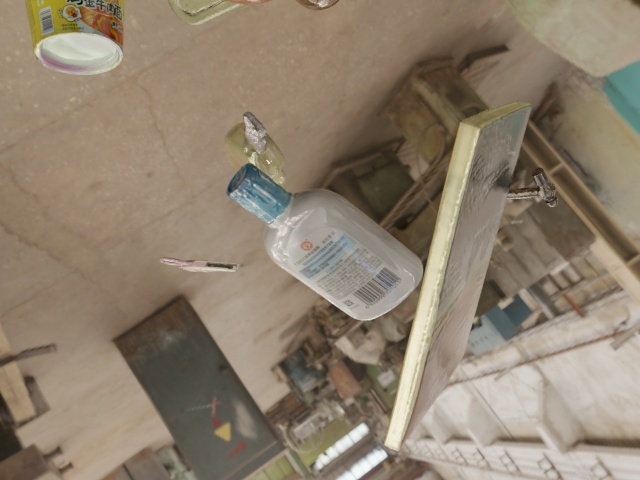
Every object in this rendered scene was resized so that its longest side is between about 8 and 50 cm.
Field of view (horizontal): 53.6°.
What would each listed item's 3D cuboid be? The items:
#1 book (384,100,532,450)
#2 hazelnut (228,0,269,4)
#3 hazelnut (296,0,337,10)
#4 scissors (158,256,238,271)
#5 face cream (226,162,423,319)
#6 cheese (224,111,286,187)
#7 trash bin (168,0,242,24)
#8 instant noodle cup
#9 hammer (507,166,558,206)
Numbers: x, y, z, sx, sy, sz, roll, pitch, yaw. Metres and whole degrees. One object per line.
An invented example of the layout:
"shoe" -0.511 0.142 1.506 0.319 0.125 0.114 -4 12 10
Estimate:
"book" 0.167 0.030 0.748 0.262 0.028 0.373 -30 134 -58
"hazelnut" -0.111 -0.451 0.920 0.176 0.214 0.214 -8 -172 39
"hazelnut" -0.010 -0.789 1.841 0.230 0.229 0.229 -34 167 -9
"scissors" -0.211 0.045 1.136 0.176 0.022 0.085 1 163 39
"face cream" 0.000 0.000 1.001 0.163 0.337 0.080 -41 -153 27
"cheese" -0.134 -0.186 1.310 0.082 0.163 0.286 -42 176 -12
"trash bin" -0.136 -0.509 1.199 0.243 0.121 0.247 -9 -154 36
"instant noodle cup" -0.593 -0.542 1.551 0.265 0.200 0.264 -9 168 -2
"hammer" 0.270 -0.073 0.968 0.178 0.065 0.021 -3 -141 44
